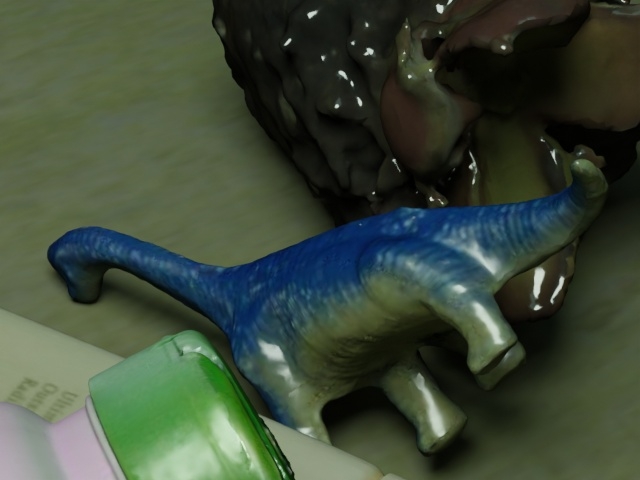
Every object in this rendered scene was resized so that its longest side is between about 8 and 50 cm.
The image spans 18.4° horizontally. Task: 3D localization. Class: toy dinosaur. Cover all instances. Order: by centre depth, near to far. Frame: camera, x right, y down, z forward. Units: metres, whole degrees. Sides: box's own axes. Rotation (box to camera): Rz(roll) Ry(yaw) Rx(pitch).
[{"bbox_3d":[0.000,0.000,0.802,0.188,0.247,0.075,48,39,11],"label":"toy dinosaur"}]

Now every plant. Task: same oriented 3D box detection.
[{"bbox_3d":[0.067,-0.076,0.885,0.178,0.204,0.234,-29,42,-20],"label":"plant"}]

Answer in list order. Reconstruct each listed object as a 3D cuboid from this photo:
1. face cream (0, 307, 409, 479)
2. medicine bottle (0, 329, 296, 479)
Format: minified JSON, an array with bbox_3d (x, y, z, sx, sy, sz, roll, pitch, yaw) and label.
[{"bbox_3d":[-0.085,0.121,0.733,0.348,0.081,0.173,21,51,15],"label":"face cream"},{"bbox_3d":[-0.128,0.138,0.607,0.274,0.133,0.133,-31,51,-2],"label":"medicine bottle"}]
